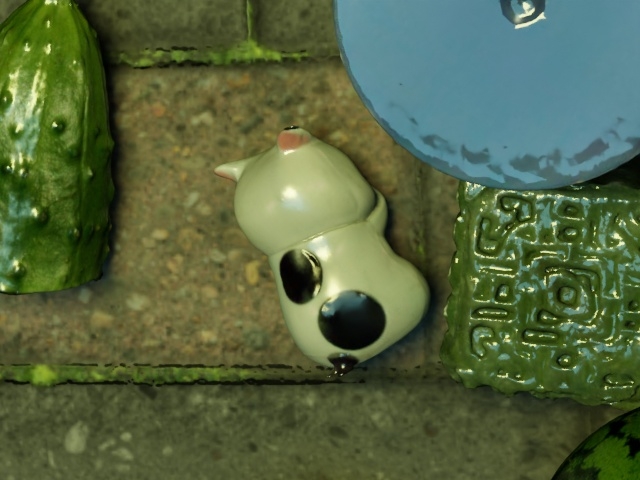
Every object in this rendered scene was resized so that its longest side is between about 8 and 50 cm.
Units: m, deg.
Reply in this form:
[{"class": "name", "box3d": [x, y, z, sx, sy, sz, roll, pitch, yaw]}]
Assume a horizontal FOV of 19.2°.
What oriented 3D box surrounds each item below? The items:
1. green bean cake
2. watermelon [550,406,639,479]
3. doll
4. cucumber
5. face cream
[{"class": "green bean cake", "box3d": [0.179, 0.026, 1.385, 0.173, 0.094, 0.181, 9, 104, 9]}, {"class": "watermelon", "box3d": [0.273, 0.248, 1.312, 0.285, 0.285, 0.285, 2, 102, 11]}, {"class": "doll", "box3d": [0.004, 0.005, 1.413, 0.110, 0.107, 0.181, -24, 89, 36]}, {"class": "cucumber", "box3d": [-0.213, -0.085, 1.417, 0.134, 0.134, 0.244, 16, 109, 8]}, {"class": "face cream", "box3d": [0.143, -0.175, 1.286, 0.249, 0.225, 0.249, 2, 104, 9]}]
